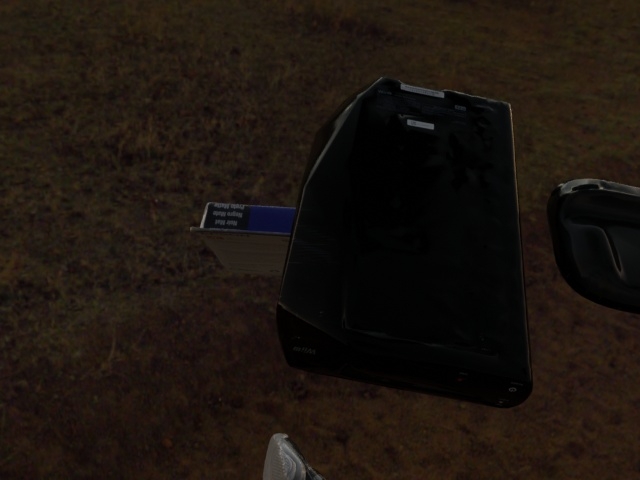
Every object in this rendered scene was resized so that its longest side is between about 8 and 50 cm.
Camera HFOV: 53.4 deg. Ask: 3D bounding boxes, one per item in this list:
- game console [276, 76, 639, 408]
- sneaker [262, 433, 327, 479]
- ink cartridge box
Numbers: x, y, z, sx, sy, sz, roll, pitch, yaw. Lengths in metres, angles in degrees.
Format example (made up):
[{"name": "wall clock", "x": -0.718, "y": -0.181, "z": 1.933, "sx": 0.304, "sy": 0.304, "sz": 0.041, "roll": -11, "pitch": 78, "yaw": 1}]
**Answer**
[{"name": "game console", "x": 0.163, "y": 0.010, "z": 0.389, "sx": 0.361, "sy": 0.044, "sz": 0.213, "roll": 11, "pitch": 53, "yaw": -1}, {"name": "sneaker", "x": 0.011, "y": 0.403, "z": 0.968, "sx": 0.153, "sy": 0.101, "sz": 0.268, "roll": 8, "pitch": 24, "yaw": -26}, {"name": "ink cartridge box", "x": 0.000, "y": 0.000, "z": 0.640, "sx": 0.223, "sy": 0.224, "sz": 0.045, "roll": 3, "pitch": 78, "yaw": 1}]
